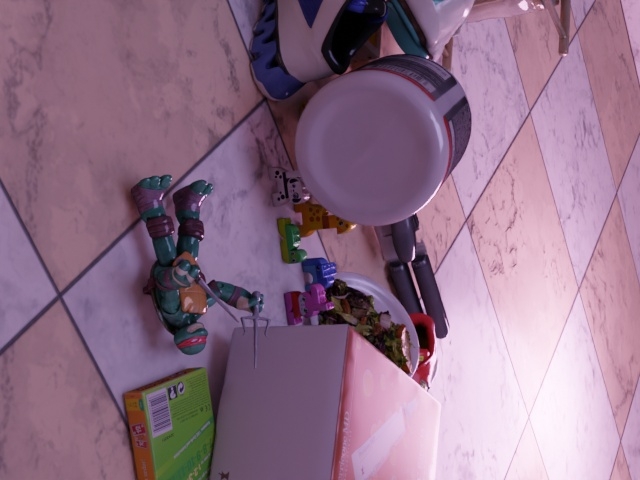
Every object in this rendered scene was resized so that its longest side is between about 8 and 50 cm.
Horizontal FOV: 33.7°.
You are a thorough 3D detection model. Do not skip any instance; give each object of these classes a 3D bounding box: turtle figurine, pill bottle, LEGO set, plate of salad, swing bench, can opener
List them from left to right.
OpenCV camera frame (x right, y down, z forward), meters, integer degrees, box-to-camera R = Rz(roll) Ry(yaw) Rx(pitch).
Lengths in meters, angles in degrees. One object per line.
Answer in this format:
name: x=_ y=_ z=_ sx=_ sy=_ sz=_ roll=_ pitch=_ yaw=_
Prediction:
turtle figurine: x=-0.150 y=0.044 z=1.236 sx=0.175 sy=0.118 sz=0.234 roll=25 pitch=47 yaw=-71
LEGO set: x=0.000 y=0.000 z=1.513 sx=0.087 sy=0.093 sz=0.227 roll=-14 pitch=97 yaw=-59
plate of salad: x=0.072 y=0.128 z=1.582 sx=0.200 sy=0.048 sz=0.199 roll=21 pitch=48 yaw=-25
pill bottle: x=0.108 y=-0.161 z=1.542 sx=0.363 sy=0.210 sz=0.210 roll=-43 pitch=123 yaw=-68
can opener: x=0.148 y=0.056 z=1.769 sx=0.093 sy=0.074 sz=0.280 roll=-76 pitch=150 yaw=-58
swing bench: x=0.341 y=-0.471 z=2.000 sx=0.165 sy=0.253 sz=0.254 roll=54 pitch=42 yaw=-40

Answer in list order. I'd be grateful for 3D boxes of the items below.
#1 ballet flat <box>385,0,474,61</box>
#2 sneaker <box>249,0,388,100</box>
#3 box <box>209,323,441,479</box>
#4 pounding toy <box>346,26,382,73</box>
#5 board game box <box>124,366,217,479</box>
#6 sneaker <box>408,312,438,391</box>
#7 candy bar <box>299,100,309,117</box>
ballet flat: x=0.181 y=-0.360 z=1.674 sx=0.400 sy=0.139 sz=0.139 roll=-78 pitch=158 yaw=-83
sneaker: x=0.008 y=-0.360 z=1.498 sx=0.127 sy=0.182 sz=0.315 roll=16 pitch=72 yaw=-59
box: x=0.021 y=0.269 z=1.402 sx=0.345 sy=0.168 sz=0.214 roll=43 pitch=48 yaw=-54
pounding toy: x=0.054 y=-0.321 z=1.653 sx=0.206 sy=0.094 sz=0.181 roll=30 pitch=60 yaw=-53
board game box: x=-0.163 y=0.291 z=1.254 sx=0.124 sy=0.039 sz=0.259 roll=-15 pitch=96 yaw=-59
sneaker: x=0.126 y=0.221 z=1.657 sx=0.279 sy=0.107 sz=0.118 roll=-73 pitch=168 yaw=-49
candy bar: x=0.011 y=-0.171 z=1.634 sx=0.161 sy=0.018 sz=0.040 roll=27 pitch=63 yaw=-56
